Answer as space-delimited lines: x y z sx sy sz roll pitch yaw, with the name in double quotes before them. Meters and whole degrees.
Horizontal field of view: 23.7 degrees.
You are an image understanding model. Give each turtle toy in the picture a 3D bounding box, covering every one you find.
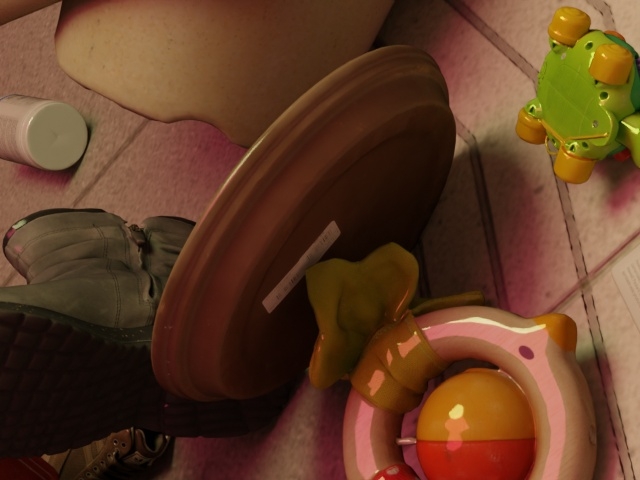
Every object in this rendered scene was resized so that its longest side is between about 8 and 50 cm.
"turtle toy" 0.181 -0.083 0.951 0.130 0.066 0.095 54 137 46

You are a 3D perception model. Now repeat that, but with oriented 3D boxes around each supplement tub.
"supplement tub" -0.288 -0.109 1.530 0.107 0.071 0.071 16 84 53

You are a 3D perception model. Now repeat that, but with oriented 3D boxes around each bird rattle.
"bird rattle" 0.066 0.129 0.939 0.207 0.143 0.253 -7 68 31

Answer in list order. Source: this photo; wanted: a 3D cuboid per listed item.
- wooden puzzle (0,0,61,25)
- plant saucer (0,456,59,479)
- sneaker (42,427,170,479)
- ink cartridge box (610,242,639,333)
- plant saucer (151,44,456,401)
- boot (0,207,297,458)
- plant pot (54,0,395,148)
"wooden puzzle" -0.214 -0.342 1.037 0.322 0.080 0.347 -10 92 45
"plant saucer" -0.248 0.218 1.086 0.048 0.259 0.258 -21 51 11
"sneaker" -0.166 0.164 1.242 0.188 0.066 0.071 -56 39 14
"ink cartridge box" 0.275 0.003 0.782 0.231 0.078 0.134 -44 43 27
"plant saucer" 0.000 0.000 0.994 0.041 0.278 0.278 38 104 21
"boot" -0.201 0.053 1.134 0.222 0.338 0.118 48 119 47
"plant pot" -0.053 -0.244 1.152 0.334 0.334 0.305 40 115 52
